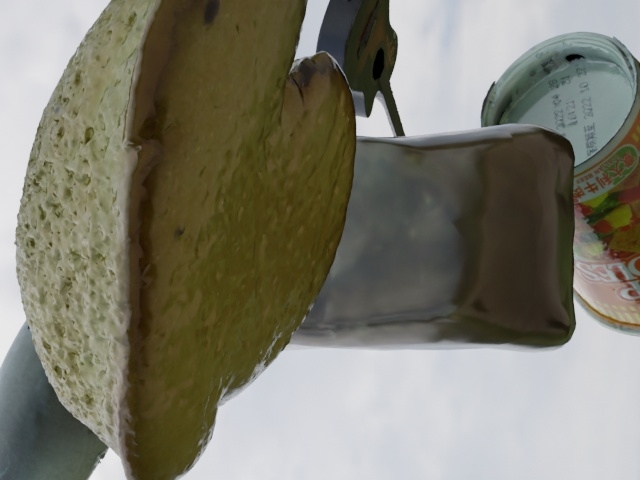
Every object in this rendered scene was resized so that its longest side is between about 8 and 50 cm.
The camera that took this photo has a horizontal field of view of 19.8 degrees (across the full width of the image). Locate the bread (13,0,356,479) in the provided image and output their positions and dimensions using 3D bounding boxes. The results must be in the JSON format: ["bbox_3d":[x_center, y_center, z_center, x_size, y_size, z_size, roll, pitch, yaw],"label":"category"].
[{"bbox_3d":[-0.038,-0.024,0.574,0.149,0.065,0.187,-37,-41,-52],"label":"bread"}]

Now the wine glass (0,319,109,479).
[{"bbox_3d":[-0.154,0.226,1.351,0.264,0.096,0.309,17,-80,-33],"label":"wine glass"}]

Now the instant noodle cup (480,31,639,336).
[{"bbox_3d":[0.202,-0.048,1.262,0.185,0.168,0.168,43,-129,-45],"label":"instant noodle cup"}]

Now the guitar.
[{"bbox_3d":[0.038,-0.108,1.301,0.233,0.025,0.088,67,-141,-62],"label":"guitar"}]

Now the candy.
[{"bbox_3d":[0.000,0.000,0.844,0.102,0.234,0.104,8,-99,-66],"label":"candy"}]
